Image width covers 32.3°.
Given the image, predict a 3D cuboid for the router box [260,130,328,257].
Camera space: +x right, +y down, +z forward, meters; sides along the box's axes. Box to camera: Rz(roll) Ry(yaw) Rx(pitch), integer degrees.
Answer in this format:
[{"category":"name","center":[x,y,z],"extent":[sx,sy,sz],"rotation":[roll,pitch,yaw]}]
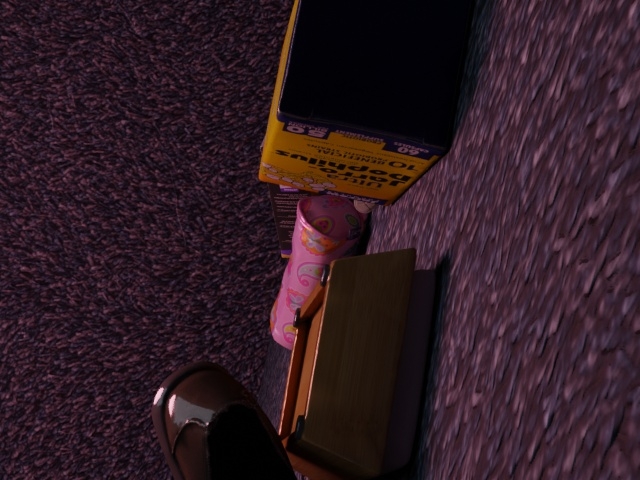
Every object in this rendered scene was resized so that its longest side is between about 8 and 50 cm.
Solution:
[{"category":"router box","center":[-0.019,-0.155,1.995],"extent":[0.309,0.081,0.243],"rotation":[-73,-21,-49]}]

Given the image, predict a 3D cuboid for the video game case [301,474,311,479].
[{"category":"video game case","center":[0.012,0.234,1.672],"extent":[0.248,0.035,0.275],"rotation":[-96,17,-73]}]

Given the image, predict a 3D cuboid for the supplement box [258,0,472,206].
[{"category":"supplement box","center":[0.042,-0.181,1.378],"extent":[0.356,0.194,0.195],"rotation":[128,153,-80]}]

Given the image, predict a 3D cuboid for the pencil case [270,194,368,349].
[{"category":"pencil case","center":[-0.004,0.055,1.814],"extent":[0.124,0.124,0.284],"rotation":[-85,9,-51]}]

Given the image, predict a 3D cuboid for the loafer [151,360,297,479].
[{"category":"loafer","center":[-0.065,0.304,1.146],"extent":[0.366,0.134,0.130],"rotation":[64,159,-12]}]

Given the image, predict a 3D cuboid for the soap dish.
[{"category":"soap dish","center":[0.029,0.147,1.207],"extent":[0.291,0.118,0.229],"rotation":[121,160,-72]}]

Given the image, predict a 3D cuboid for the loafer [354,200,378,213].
[{"category":"loafer","center":[0.086,-0.098,1.603],"extent":[0.039,0.045,0.125],"rotation":[-48,-19,-66]}]
